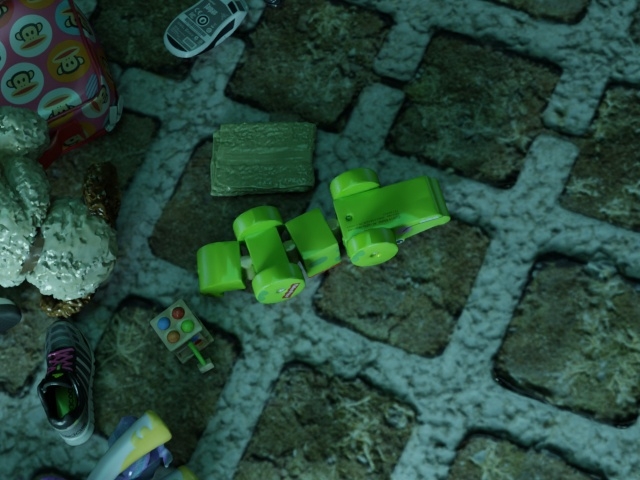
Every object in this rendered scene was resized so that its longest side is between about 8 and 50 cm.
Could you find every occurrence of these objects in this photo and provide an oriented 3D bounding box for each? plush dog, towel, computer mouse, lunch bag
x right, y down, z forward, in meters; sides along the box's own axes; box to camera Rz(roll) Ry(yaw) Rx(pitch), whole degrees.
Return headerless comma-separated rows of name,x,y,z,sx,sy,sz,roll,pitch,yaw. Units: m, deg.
plush dog,-0.371,-0.012,1.769,0.225,0.210,0.262,18,116,-10
towel,-0.078,-0.111,1.856,0.148,0.027,0.110,-3,68,12
computer mouse,-0.143,-0.325,1.947,0.193,0.042,0.106,-42,71,-12
lunch bag,-0.435,-0.197,1.914,0.293,0.120,0.258,-24,67,1

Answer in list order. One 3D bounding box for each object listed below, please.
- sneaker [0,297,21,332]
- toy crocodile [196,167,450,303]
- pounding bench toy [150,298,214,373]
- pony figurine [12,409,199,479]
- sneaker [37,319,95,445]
sneaker,-0.540,0.070,1.849,0.270,0.090,0.145,-12,70,10
toy crocodile,0.000,0.000,1.765,0.341,0.105,0.115,-21,66,-2
pounding bench toy,-0.171,0.128,1.762,0.052,0.065,0.083,-37,67,-4
pony figurine,-0.293,0.375,1.607,0.363,0.303,0.351,-40,75,-21
sneaker,-0.332,0.177,1.771,0.063,0.075,0.170,-12,67,7
